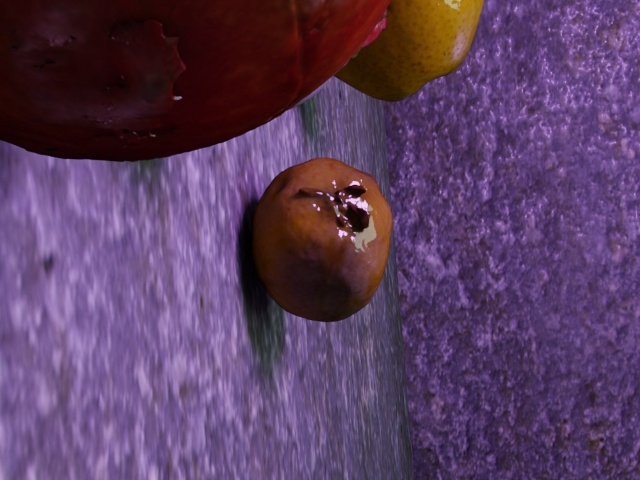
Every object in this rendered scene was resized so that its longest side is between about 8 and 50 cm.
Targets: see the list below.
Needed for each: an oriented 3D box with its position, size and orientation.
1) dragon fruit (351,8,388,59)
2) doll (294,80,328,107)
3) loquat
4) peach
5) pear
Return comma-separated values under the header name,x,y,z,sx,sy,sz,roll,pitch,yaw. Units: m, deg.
name,x,y,z,sx,sy,sz,roll,pitch,yaw
dragon fruit,-0.016,-0.377,1.271,0.282,0.211,0.147,-120,-163,-44
doll,-0.073,-0.249,0.858,0.251,0.221,0.221,56,18,-10
loquat,0.000,0.000,1.206,0.238,0.193,0.238,17,90,-89
peach,-0.102,-0.222,0.468,0.370,0.369,0.370,-4,90,-79
pear,0.087,-0.423,1.449,0.387,0.340,0.191,63,27,-8
